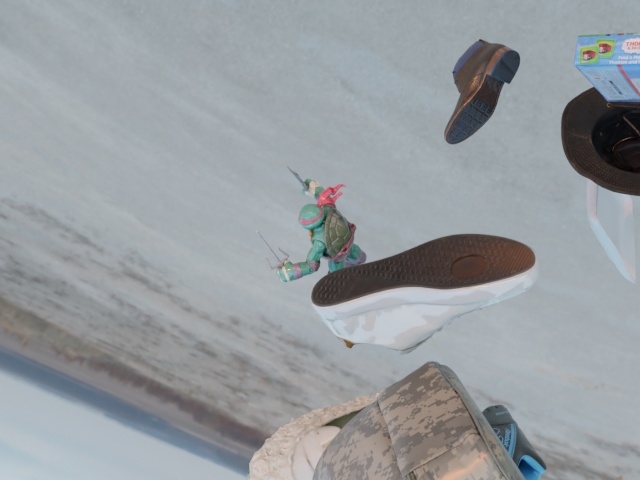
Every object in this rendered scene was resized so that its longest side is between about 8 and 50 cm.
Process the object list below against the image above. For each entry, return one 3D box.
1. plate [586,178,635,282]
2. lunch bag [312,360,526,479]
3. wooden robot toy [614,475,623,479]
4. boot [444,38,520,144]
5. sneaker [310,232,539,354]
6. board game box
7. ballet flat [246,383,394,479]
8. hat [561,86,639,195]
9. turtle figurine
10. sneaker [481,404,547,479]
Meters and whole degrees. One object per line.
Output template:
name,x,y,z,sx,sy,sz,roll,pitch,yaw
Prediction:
plate,0.715,-0.075,1.870,0.045,0.277,0.278,-13,136,35
lunch bag,0.112,0.316,0.895,0.213,0.256,0.305,56,-176,-12
wooden robot toy,0.314,0.351,0.853,0.079,0.173,0.076,-6,-178,31
boot,0.306,-0.304,1.533,0.082,0.219,0.106,22,-159,-37
sneaker,0.140,0.074,0.958,0.290,0.106,0.123,-12,126,25
board game box,0.401,-0.184,0.809,0.211,0.039,0.160,8,179,33
ballet flat,0.064,0.322,1.250,0.147,0.409,0.147,47,150,39
hat,0.652,-0.191,1.602,0.331,0.331,0.134,20,151,9
turtle figurine,0.000,0.000,1.184,0.118,0.175,0.234,10,151,37
sneaker,0.241,0.362,1.222,0.340,0.125,0.140,-6,-138,-41
